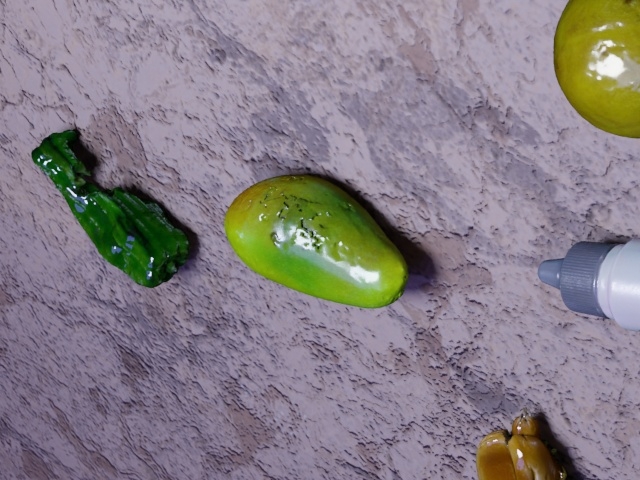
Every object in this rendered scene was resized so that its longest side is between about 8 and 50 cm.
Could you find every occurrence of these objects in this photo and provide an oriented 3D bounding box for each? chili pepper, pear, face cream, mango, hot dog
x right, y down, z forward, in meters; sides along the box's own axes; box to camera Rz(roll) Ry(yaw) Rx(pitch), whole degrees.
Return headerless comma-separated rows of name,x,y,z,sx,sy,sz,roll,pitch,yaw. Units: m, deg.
chili pepper,-0.263,-0.039,2.025,0.253,0.083,0.099,43,140,16
pear,0.272,-0.159,1.360,0.162,0.149,0.148,-13,111,53
face cream,0.336,0.046,1.508,0.311,0.092,0.092,10,127,39
mango,0.000,0.000,1.779,0.233,0.111,0.125,21,138,30
hot dog,0.234,0.300,1.827,0.109,0.072,0.269,15,131,33
